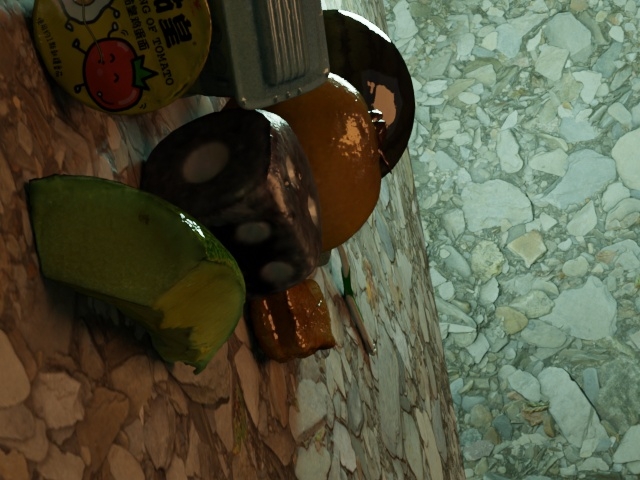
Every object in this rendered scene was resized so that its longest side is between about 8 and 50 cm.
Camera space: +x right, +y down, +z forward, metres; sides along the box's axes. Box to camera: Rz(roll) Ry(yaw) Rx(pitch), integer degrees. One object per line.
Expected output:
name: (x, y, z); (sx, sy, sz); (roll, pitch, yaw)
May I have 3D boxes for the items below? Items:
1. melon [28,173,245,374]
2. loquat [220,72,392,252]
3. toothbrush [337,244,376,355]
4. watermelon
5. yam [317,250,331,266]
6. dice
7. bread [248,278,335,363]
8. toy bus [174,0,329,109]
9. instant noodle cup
melon: (-0.169, 0.042, 1.115); (0.124, 0.196, 0.323); (-62, 163, -13)
loquat: (-0.026, -0.122, 1.542); (0.275, 0.274, 0.275); (-13, 90, -77)
toothbrush: (0.060, 0.091, 2.199); (0.042, 0.040, 0.418); (-91, 162, -50)
watermelon: (0.025, -0.230, 1.847); (0.279, 0.278, 0.359); (61, 23, -50)
yam: (0.000, 0.000, 2.013); (0.132, 0.054, 0.054); (-77, 151, -61)
dice: (-0.105, -0.041, 1.315); (0.183, 0.182, 0.181); (61, 22, -47)
bread: (-0.041, 0.116, 1.662); (0.271, 0.077, 0.139); (6, 67, -78)
toy bus: (-0.112, -0.327, 1.275); (0.152, 0.190, 0.312); (-25, 118, -37)
instant noodle cup: (-0.203, -0.235, 1.148); (0.144, 0.182, 0.182); (-96, 170, -74)
